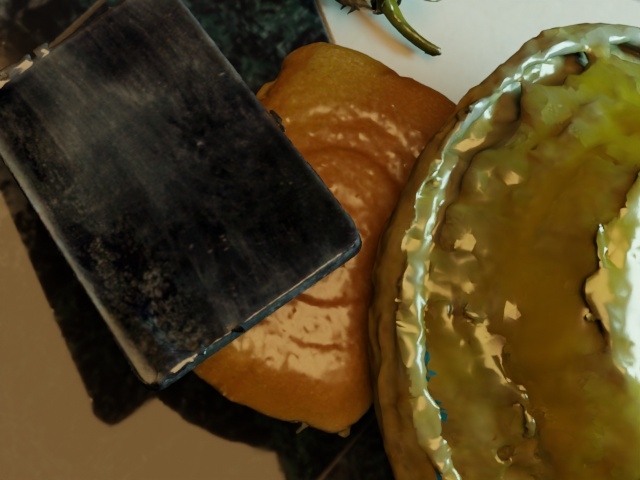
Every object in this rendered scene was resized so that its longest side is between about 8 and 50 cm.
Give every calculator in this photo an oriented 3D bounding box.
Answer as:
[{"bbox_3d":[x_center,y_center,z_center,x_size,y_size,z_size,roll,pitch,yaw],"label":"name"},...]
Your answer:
[{"bbox_3d":[-0.101,-0.043,0.874,0.161,0.021,0.261,-34,61,-3],"label":"calculator"}]

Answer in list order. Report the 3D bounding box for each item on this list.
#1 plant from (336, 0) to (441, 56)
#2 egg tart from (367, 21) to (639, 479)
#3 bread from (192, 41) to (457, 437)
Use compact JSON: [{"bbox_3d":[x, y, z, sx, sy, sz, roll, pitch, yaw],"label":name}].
[{"bbox_3d":[0.046,-0.186,1.007,0.116,0.104,0.122,-6,115,19],"label":"plant"},{"bbox_3d":[0.208,0.051,0.889,0.388,0.169,0.388,1,88,-35],"label":"egg tart"},{"bbox_3d":[0.000,0.000,0.917,0.174,0.121,0.245,33,76,-7],"label":"bread"}]
